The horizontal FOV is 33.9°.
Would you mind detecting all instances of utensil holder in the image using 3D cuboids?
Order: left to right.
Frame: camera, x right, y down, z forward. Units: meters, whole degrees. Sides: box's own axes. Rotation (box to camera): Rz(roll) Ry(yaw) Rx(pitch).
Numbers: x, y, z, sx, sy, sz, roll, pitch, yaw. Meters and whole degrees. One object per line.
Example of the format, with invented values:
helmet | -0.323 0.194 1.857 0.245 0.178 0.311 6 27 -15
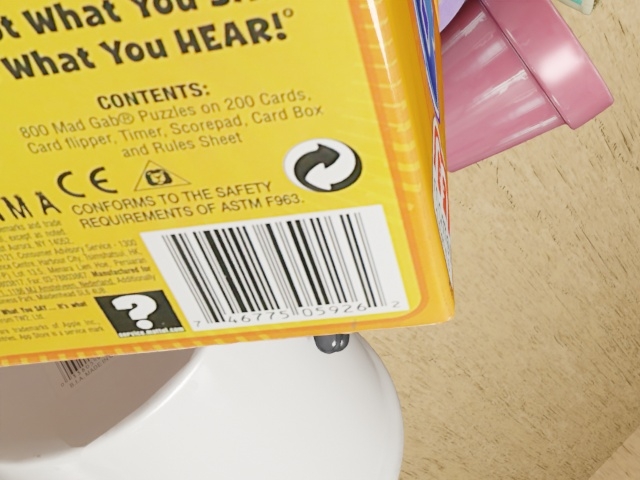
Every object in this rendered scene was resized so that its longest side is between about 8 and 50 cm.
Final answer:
utensil holder | -0.133 0.124 0.959 0.327 0.327 0.385 -41 142 -6

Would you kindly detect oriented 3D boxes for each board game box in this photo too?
board game box | -0.149 -0.191 0.433 0.356 0.356 0.356 -6 140 11

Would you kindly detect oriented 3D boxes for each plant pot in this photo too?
plant pot | 0.173 -0.172 1.088 0.180 0.201 0.201 -36 147 14

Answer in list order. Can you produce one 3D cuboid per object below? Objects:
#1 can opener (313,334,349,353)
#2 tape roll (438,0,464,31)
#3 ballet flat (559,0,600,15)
can opener | 0.000 0.000 0.859 0.059 0.073 0.186 16 69 -64
tape roll | 0.055 -0.260 0.960 0.189 0.080 0.189 -27 141 -25
ballet flat | 0.365 -0.345 1.188 0.248 0.086 0.086 -41 145 -6
